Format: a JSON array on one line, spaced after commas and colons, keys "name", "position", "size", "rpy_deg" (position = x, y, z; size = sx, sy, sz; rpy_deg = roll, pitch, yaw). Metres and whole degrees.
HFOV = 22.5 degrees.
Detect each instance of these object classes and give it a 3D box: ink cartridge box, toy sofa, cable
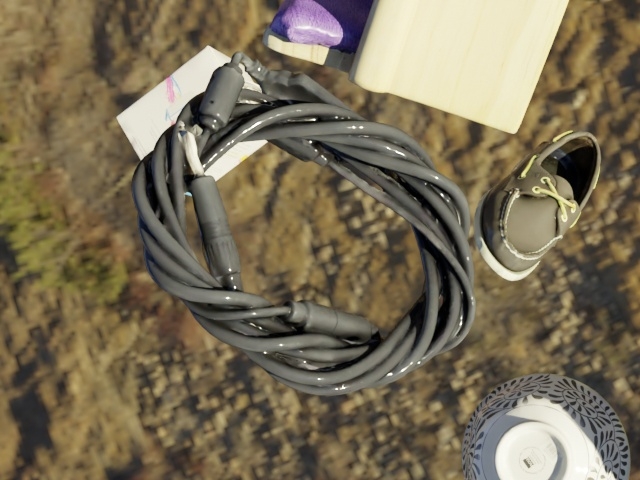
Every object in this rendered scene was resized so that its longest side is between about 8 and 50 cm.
[{"name": "ink cartridge box", "position": [-0.116, -0.126, 1.655], "size": [0.143, 0.092, 0.090], "rpy_deg": [-36, 72, 13]}, {"name": "toy sofa", "position": [0.075, -0.216, 1.157], "size": [0.177, 0.362, 0.150], "rpy_deg": [19, 110, -4]}, {"name": "cable", "position": [0.000, 0.000, 0.782], "size": [0.184, 0.150, 0.047], "rpy_deg": [39, 143, -14]}]

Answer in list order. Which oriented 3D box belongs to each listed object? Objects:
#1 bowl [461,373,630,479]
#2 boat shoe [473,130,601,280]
[{"name": "bowl", "position": [0.213, 0.214, 1.570], "size": [0.170, 0.080, 0.170], "rpy_deg": [-1, 85, 16]}, {"name": "boat shoe", "position": [0.211, -0.041, 1.536], "size": [0.081, 0.227, 0.069], "rpy_deg": [47, 125, -7]}]
